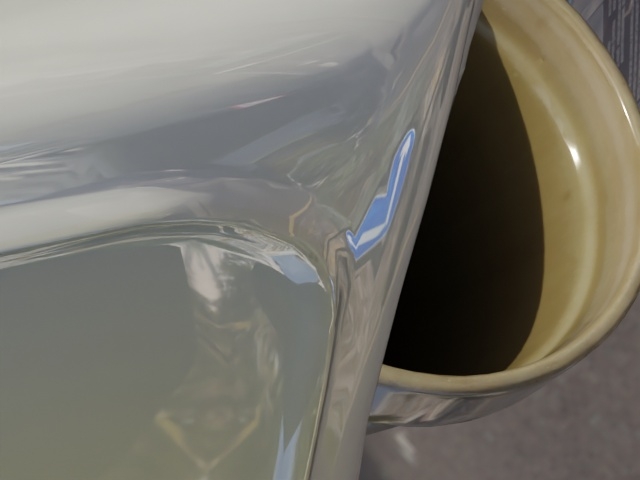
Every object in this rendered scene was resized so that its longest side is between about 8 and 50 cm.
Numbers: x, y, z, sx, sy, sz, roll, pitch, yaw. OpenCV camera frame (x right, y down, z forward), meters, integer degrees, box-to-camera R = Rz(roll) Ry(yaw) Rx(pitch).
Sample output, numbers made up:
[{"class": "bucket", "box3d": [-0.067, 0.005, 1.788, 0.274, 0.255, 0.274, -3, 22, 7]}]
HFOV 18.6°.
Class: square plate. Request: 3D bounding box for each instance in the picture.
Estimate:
[{"class": "square plate", "box3d": [-0.134, 0.080, 0.474, 0.347, 0.344, 0.049, 99, 152, -50]}]

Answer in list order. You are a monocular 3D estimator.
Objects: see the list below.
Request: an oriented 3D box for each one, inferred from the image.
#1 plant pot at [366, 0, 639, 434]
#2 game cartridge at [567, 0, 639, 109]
[{"class": "plant pot", "box3d": [0.000, 0.000, 1.218, 0.323, 0.323, 0.280, 48, 144, 5]}, {"class": "game cartridge", "box3d": [0.202, -0.154, 1.393, 0.060, 0.196, 0.294, 30, 158, 21]}]
